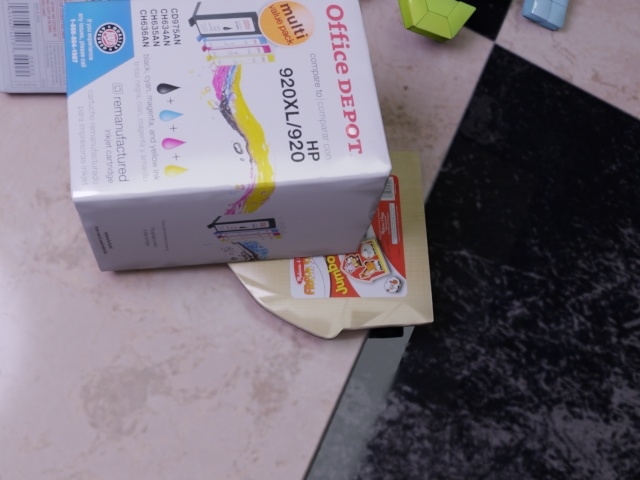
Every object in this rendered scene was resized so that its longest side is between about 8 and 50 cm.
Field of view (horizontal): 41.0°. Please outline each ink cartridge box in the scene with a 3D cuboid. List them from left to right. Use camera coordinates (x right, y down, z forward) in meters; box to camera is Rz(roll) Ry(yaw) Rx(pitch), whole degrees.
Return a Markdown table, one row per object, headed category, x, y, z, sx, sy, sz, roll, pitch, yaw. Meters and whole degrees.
| category | x | y | z | sx | sy | sz | roll | pitch | yaw |
| --- | --- | --- | --- | --- | --- | --- | --- | --- | --- |
| ink cartridge box | -0.078 | -0.086 | 0.708 | 0.233 | 0.168 | 0.171 | -5 | 70 | -9 |

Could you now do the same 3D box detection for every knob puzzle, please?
| category | x | y | z | sx | sy | sz | roll | pitch | yaw |
| --- | --- | --- | --- | --- | --- | --- | --- | --- | --- |
| knob puzzle | 0.000 | 0.000 | 0.791 | 0.213 | 0.030 | 0.213 | 2 | 69 | -5 |

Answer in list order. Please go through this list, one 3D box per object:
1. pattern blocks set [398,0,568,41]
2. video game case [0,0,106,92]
| category | x | y | z | sx | sy | sz | roll | pitch | yaw |
| --- | --- | --- | --- | --- | --- | --- | --- | --- | --- |
| pattern blocks set | 0.133 | -0.339 | 0.838 | 0.325 | 0.026 | 0.285 | 4 | 91 | -28 |
| video game case | -0.180 | -0.235 | 0.736 | 0.207 | 0.226 | 0.026 | -2 | 33 | -13 |
